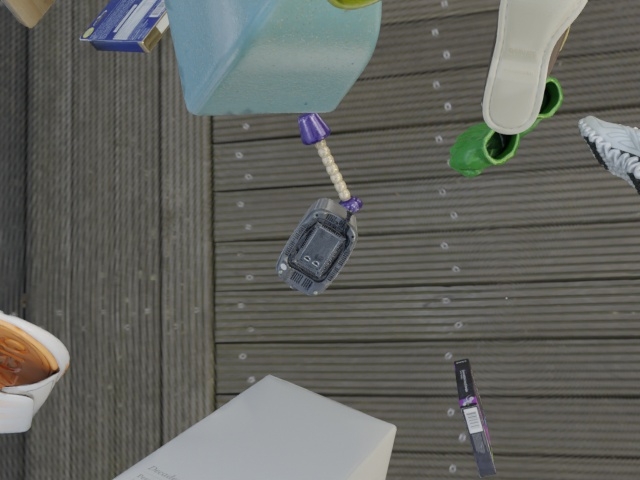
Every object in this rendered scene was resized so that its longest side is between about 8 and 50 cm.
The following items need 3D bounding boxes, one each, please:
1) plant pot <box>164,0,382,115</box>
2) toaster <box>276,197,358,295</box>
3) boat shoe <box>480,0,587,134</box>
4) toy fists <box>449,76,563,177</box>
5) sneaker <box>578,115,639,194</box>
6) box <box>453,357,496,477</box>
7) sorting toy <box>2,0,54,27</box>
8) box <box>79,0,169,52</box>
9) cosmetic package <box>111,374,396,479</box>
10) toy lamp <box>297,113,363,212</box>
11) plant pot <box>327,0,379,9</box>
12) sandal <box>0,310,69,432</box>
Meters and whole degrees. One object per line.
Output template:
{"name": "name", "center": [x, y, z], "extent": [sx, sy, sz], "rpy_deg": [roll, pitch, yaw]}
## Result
{"name": "plant pot", "center": [-0.052, -0.340, 1.007], "extent": [0.248, 0.252, 0.247], "rpy_deg": [-7, 77, -30]}
{"name": "toaster", "center": [0.000, 0.000, 1.605], "extent": [0.129, 0.146, 0.227], "rpy_deg": [30, 108, -6]}
{"name": "boat shoe", "center": [0.316, -0.321, 1.088], "extent": [0.117, 0.096, 0.324], "rpy_deg": [13, 124, 6]}
{"name": "toy fists", "center": [0.385, -0.235, 1.541], "extent": [0.279, 0.142, 0.096], "rpy_deg": [-44, 109, -19]}
{"name": "sneaker", "center": [0.651, -0.190, 1.527], "extent": [0.118, 0.110, 0.292], "rpy_deg": [-41, 39, 9]}
{"name": "box", "center": [0.235, 0.265, 1.119], "extent": [0.029, 0.162, 0.116], "rpy_deg": [-15, 104, 10]}
{"name": "sorting toy", "center": [-0.252, -0.277, 0.603], "extent": [0.046, 0.274, 0.132], "rpy_deg": [26, 74, 17]}
{"name": "box", "center": [-0.402, -0.460, 1.554], "extent": [0.225, 0.036, 0.136], "rpy_deg": [15, 65, 37]}
{"name": "cosmetic package", "center": [-0.091, 0.286, 0.577], "extent": [0.156, 0.385, 0.217], "rpy_deg": [16, 107, 23]}
{"name": "toy lamp", "center": [0.020, -0.193, 1.825], "extent": [0.080, 0.080, 0.274], "rpy_deg": [-19, 114, 12]}
{"name": "plant pot", "center": [-0.002, -0.378, 0.543], "extent": [0.275, 0.275, 0.293], "rpy_deg": [-46, 81, 7]}
{"name": "sandal", "center": [-0.306, 0.147, 0.681], "extent": [0.102, 0.265, 0.076], "rpy_deg": [26, 50, -11]}
